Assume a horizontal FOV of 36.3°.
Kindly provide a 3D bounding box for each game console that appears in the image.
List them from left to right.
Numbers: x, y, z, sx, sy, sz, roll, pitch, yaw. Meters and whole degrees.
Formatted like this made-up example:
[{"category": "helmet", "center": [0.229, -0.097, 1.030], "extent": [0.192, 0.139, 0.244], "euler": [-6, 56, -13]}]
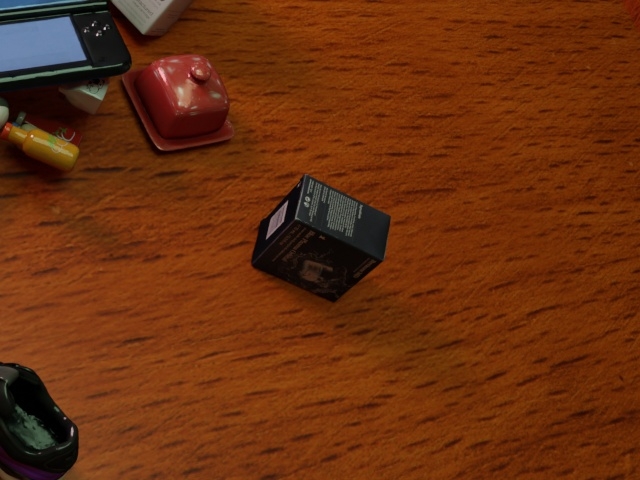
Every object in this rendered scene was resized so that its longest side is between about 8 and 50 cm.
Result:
[{"category": "game console", "center": [-0.440, -0.349, 1.384], "extent": [0.293, 0.173, 0.250], "euler": [-13, 45, -19]}]

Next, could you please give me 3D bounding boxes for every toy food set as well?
[{"category": "toy food set", "center": [-0.385, -0.194, 1.424], "extent": [0.105, 0.111, 0.232], "euler": [25, 53, -18]}]

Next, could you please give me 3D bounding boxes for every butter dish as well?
[{"category": "butter dish", "center": [-0.211, -0.241, 1.564], "extent": [0.160, 0.118, 0.159], "euler": [-16, 70, -38]}]

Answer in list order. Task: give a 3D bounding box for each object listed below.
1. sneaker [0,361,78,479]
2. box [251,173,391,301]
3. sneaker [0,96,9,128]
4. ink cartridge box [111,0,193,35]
[{"category": "sneaker", "center": [-0.401, 0.174, 1.154], "extent": [0.293, 0.146, 0.102], "euler": [38, 48, -7]}, {"category": "box", "center": [0.000, 0.000, 1.518], "extent": [0.158, 0.156, 0.093], "euler": [25, 52, -18]}, {"category": "sneaker", "center": [-0.500, -0.083, 1.297], "extent": [0.270, 0.090, 0.145], "euler": [-35, 84, -39]}, {"category": "ink cartridge box", "center": [-0.259, -0.472, 1.607], "extent": [0.160, 0.219, 0.092], "euler": [46, 18, 1]}]
